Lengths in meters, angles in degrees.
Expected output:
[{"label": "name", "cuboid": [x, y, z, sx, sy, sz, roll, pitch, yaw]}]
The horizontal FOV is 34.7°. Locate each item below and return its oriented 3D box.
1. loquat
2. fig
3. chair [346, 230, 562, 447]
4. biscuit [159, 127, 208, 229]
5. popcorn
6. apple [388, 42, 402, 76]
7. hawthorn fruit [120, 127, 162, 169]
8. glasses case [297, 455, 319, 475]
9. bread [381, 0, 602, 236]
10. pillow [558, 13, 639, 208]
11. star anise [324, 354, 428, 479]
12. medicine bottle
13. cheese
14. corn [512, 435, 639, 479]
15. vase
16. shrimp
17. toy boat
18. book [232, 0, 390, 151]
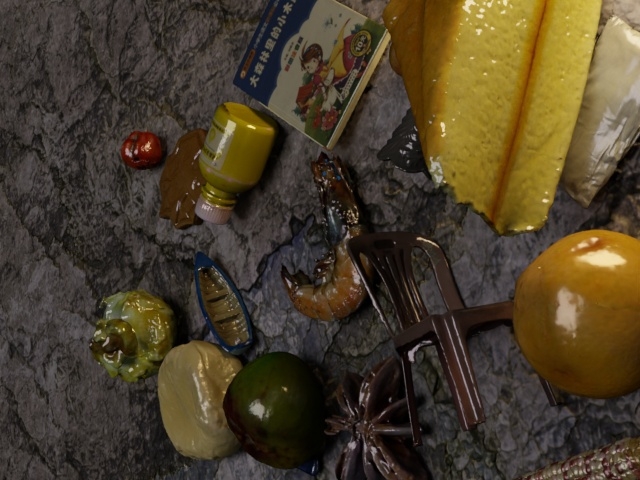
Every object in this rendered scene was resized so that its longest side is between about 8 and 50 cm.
[{"label": "loquat", "cuboid": [0.336, 0.089, 1.252, 0.208, 0.208, 0.208, -6, 82, 48]}, {"label": "fig", "cuboid": [-0.072, 0.277, 1.718, 0.181, 0.181, 0.191, -32, 35, 42]}, {"label": "chair", "cuboid": [0.176, 0.108, 1.447, 0.183, 0.176, 0.326, -35, 67, 51]}, {"label": "biscuit", "cuboid": [-0.274, -0.112, 2.073, 0.215, 0.034, 0.182, -47, 53, 35]}, {"label": "popcorn", "cuboid": [-0.380, 0.187, 2.054, 0.198, 0.212, 0.198, 1, 94, 16]}, {"label": "apple", "cuboid": [0.144, -0.291, 1.587, 0.084, 0.084, 0.071, -52, 39, 31]}, {"label": "hawthorn fruit", "cuboid": [-0.376, -0.194, 2.162, 0.093, 0.093, 0.093, -6, 82, 48]}, {"label": "glasses case", "cuboid": [-0.029, 0.376, 1.762, 0.083, 0.023, 0.033, 15, 93, 46]}, {"label": "bread", "cuboid": [0.244, -0.207, 1.280, 0.245, 0.233, 0.361, -45, 36, 37]}, {"label": "pillow", "cuboid": [0.367, -0.170, 1.349, 0.148, 0.050, 0.229, 50, 122, 34]}, {"label": "star anise", "cuboid": [0.086, 0.302, 1.596, 0.236, 0.093, 0.229, 45, 113, 37]}, {"label": "medicine bottle", "cuboid": [-0.167, -0.136, 1.890, 0.122, 0.122, 0.212, 43, 117, 42]}, {"label": "cheese", "cuboid": [-0.226, 0.304, 1.925, 0.214, 0.117, 0.226, -29, 70, 50]}, {"label": "corn", "cuboid": [0.336, 0.309, 1.318, 0.237, 0.079, 0.079, -39, 59, 39]}, {"label": "vase", "cuboid": [0.176, -0.216, 1.530, 0.115, 0.115, 0.237, 33, 107, 45]}, {"label": "shrimp", "cuboid": [0.000, 0.000, 1.742, 0.222, 0.054, 0.290, -27, 66, 45]}, {"label": "toy boat", "cuboid": [-0.191, 0.118, 1.941, 0.046, 0.080, 0.229, 91, 155, -54]}, {"label": "book", "cuboid": [-0.026, -0.319, 1.802, 0.322, 0.018, 0.228, 38, 105, 43]}]
